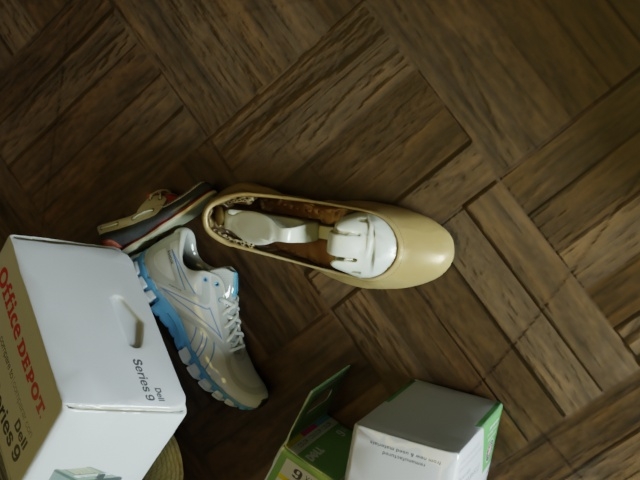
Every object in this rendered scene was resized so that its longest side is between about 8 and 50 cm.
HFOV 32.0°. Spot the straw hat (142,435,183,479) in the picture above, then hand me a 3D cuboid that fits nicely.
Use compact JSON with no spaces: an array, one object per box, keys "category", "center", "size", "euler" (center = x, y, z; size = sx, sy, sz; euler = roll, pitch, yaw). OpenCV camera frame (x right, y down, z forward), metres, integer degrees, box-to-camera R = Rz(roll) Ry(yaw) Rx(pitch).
[{"category":"straw hat","center":[-0.213,0.223,1.108],"size":[0.144,0.061,0.145],"euler":[3,98,21]}]

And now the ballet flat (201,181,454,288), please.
[{"category":"ballet flat","center":[0.000,0.000,0.991],"size":[0.232,0.073,0.080],"euler":[9,100,20]}]

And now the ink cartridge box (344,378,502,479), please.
[{"category":"ink cartridge box","center":[0.075,0.247,0.944],"size":[0.092,0.160,0.219],"euler":[13,102,20]}]

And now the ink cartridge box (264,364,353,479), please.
[{"category":"ink cartridge box","center":[-0.011,0.224,1.002],"size":[0.062,0.109,0.209],"euler":[30,106,16]}]

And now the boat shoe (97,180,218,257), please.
[{"category":"boat shoe","center":[-0.158,-0.024,1.066],"size":[0.137,0.049,0.043],"euler":[-31,82,27]}]

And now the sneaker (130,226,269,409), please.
[{"category":"sneaker","center":[-0.100,0.070,1.043],"size":[0.083,0.071,0.191],"euler":[-39,82,15]}]

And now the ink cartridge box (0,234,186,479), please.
[{"category":"ink cartridge box","center":[-0.262,0.168,1.022],"size":[0.289,0.121,0.211],"euler":[-56,45,28]}]
